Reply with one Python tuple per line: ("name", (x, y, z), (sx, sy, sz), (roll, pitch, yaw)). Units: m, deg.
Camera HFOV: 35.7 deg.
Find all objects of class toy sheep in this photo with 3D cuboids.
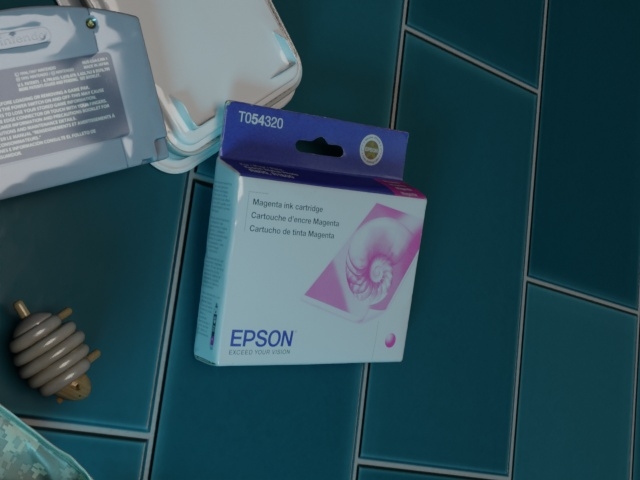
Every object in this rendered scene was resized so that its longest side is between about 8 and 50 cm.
("toy sheep", (-0.299, 0.122, 1.100), (0.091, 0.091, 0.132), (-39, 95, -35))

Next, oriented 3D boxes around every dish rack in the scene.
("dish rack", (-0.167, -0.283, 1.262), (0.285, 0.072, 0.333), (-39, 108, -34))

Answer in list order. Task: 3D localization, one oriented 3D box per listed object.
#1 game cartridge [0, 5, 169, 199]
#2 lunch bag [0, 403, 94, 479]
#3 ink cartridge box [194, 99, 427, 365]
("game cartridge", (-0.321, -0.152, 1.088), (0.297, 0.062, 0.198), (-18, 96, -34))
("lunch bag", (-0.378, 0.215, 0.925), (0.287, 0.235, 0.169), (34, 59, -31))
("ink cartridge box", (0.000, 0.000, 1.320), (0.324, 0.071, 0.330), (4, 97, -39))
